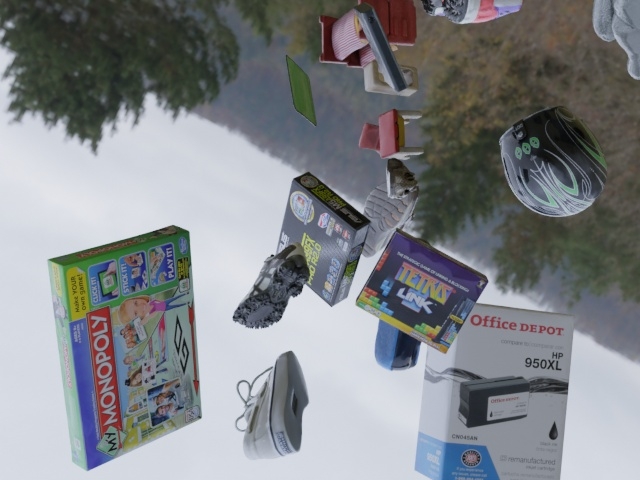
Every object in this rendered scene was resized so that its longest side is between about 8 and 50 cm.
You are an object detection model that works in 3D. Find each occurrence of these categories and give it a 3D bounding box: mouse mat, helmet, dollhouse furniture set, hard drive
[{"bbox_3d":[-0.051,-0.394,2.398,0.007,0.152,0.190,-13,168,17],"label":"mouse mat"},{"bbox_3d":[0.378,-0.118,1.456,0.169,0.169,0.161,6,-124,-63],"label":"helmet"},{"bbox_3d":[0.112,-0.363,2.084,0.152,0.374,0.201,3,170,-27],"label":"dollhouse furniture set"},{"bbox_3d":[0.094,-0.303,1.421,0.094,0.022,0.135,-109,-7,-69],"label":"hard drive"}]

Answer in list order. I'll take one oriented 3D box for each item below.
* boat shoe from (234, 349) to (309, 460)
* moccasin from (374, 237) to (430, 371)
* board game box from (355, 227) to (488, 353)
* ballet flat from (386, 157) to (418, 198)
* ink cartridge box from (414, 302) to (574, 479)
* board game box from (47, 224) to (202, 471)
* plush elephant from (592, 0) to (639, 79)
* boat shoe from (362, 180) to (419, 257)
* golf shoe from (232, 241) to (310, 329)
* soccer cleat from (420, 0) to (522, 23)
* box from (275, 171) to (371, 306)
[{"bbox_3d":[-0.119,0.369,1.986,0.367,0.156,0.135,-85,-25,-67],"label":"boat shoe"},{"bbox_3d":[0.223,0.160,2.292,0.117,0.342,0.138,10,-170,-31],"label":"moccasin"},{"bbox_3d":[0.163,0.081,1.466,0.170,0.141,0.048,28,-168,0],"label":"board game box"},{"bbox_3d":[0.166,-0.126,1.858,0.058,0.084,0.250,-3,-173,3],"label":"ballet flat"},{"bbox_3d":[0.385,0.338,2.005,0.286,0.394,0.166,7,176,-15],"label":"ink cartridge box"},{"bbox_3d":[-0.280,0.155,1.338,0.046,0.317,0.213,16,-155,42],"label":"board game box"},{"bbox_3d":[0.498,-0.434,1.328,0.330,0.255,0.272,23,153,-30],"label":"plush elephant"},{"bbox_3d":[0.207,-0.084,2.702,0.130,0.355,0.132,-26,-106,-34],"label":"boat shoe"},{"bbox_3d":[-0.083,0.081,1.596,0.077,0.198,0.094,31,-144,-24],"label":"golf shoe"},{"bbox_3d":[0.268,-0.464,1.682,0.116,0.108,0.318,-1,-157,-10],"label":"soccer cleat"},{"bbox_3d":[0.000,0.000,2.208,0.216,0.270,0.060,40,-133,24],"label":"box"}]
